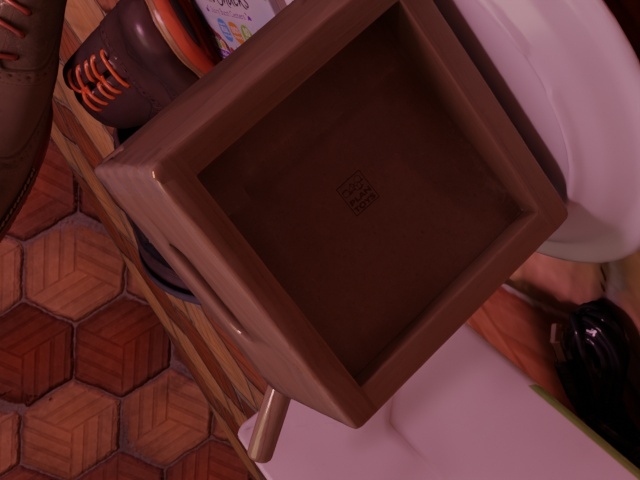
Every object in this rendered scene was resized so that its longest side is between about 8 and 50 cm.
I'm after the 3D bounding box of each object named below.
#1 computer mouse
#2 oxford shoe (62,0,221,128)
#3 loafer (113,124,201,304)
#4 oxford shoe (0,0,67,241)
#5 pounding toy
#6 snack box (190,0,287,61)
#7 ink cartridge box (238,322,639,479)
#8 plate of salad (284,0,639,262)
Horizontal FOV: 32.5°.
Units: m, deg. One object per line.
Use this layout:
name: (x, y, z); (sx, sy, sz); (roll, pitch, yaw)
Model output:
computer mouse: (0.160, 0.097, 0.437); (0.193, 0.042, 0.106); (44, 157, 60)
oxford shoe: (-0.125, -0.116, 0.765); (0.097, 0.098, 0.271); (62, 173, -2)
loafer: (-0.142, -0.036, 1.058); (0.302, 0.109, 0.095); (42, 156, 55)
oxford shoe: (-0.235, -0.156, 0.759); (0.130, 0.123, 0.348); (136, 141, -64)
pounding toy: (0.000, 0.000, 0.398); (0.141, 0.130, 0.100); (53, 163, -19)
snack box: (-0.037, -0.135, 0.606); (0.141, 0.037, 0.100); (32, 150, 61)
ink cartridge box: (0.124, 0.212, 0.542); (0.207, 0.119, 0.353); (42, 169, 52)
plate of salad: (0.053, -0.073, 0.415); (0.200, 0.048, 0.200); (42, 163, 16)
